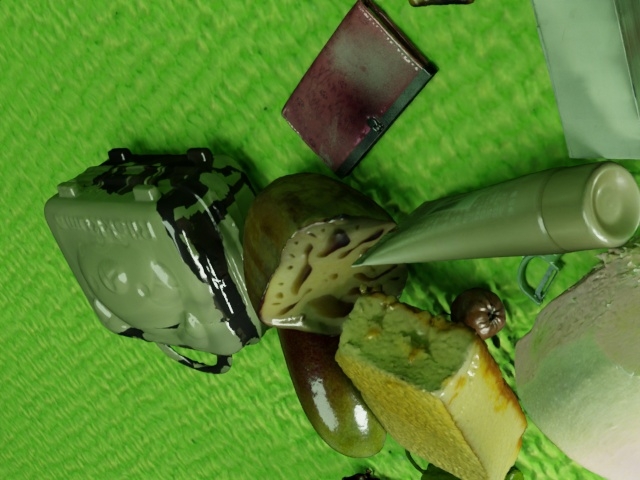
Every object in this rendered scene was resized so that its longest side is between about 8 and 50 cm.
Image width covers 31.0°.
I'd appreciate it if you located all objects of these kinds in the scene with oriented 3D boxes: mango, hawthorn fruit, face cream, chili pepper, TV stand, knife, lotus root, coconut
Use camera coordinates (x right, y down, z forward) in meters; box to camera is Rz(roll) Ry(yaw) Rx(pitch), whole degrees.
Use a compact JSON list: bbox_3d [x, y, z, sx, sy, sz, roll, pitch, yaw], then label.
[{"bbox_3d":[0.022,0.159,1.535,0.111,0.133,0.267,129,122,-71],"label":"mango"},{"bbox_3d":[0.175,0.091,1.388,0.103,0.067,0.066,-16,108,54],"label":"hawthorn fruit"},{"bbox_3d":[0.175,-0.022,1.203,0.341,0.137,0.084,-8,118,55],"label":"face cream"},{"bbox_3d":[0.189,0.335,1.586,0.204,0.073,0.072,2,136,48],"label":"chili pepper"},{"bbox_3d":[0.247,-0.209,1.035,0.088,0.083,0.269,5,124,42],"label":"TV stand"},{"bbox_3d":[0.255,-0.009,1.257,0.054,0.015,0.212,45,145,22],"label":"knife"},{"bbox_3d":[0.000,-0.001,1.440,0.188,0.199,0.180,-60,33,27],"label":"lotus root"},{"bbox_3d":[0.319,0.123,1.144,0.233,0.233,0.245,47,137,6],"label":"coconut"}]

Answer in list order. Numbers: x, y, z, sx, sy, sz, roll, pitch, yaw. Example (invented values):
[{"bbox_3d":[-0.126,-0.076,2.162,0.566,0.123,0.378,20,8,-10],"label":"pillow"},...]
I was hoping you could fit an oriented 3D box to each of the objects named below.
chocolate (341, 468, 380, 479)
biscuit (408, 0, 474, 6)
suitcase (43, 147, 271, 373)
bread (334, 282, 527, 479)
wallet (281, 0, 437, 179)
[{"bbox_3d":[0.064,0.421,1.753,0.133,0.156,0.156,59,147,19],"label":"chocolate"},{"bbox_3d":[0.115,-0.277,1.170,0.083,0.018,0.081,7,125,43],"label":"biscuit"},{"bbox_3d":[-0.211,0.046,1.656,0.352,0.194,0.339,5,127,45],"label":"suitcase"},{"bbox_3d":[0.140,0.184,1.411,0.185,0.114,0.274,23,155,38],"label":"bread"},{"bbox_3d":[0.038,-0.172,1.339,0.119,0.025,0.232,48,143,5],"label":"wallet"}]
